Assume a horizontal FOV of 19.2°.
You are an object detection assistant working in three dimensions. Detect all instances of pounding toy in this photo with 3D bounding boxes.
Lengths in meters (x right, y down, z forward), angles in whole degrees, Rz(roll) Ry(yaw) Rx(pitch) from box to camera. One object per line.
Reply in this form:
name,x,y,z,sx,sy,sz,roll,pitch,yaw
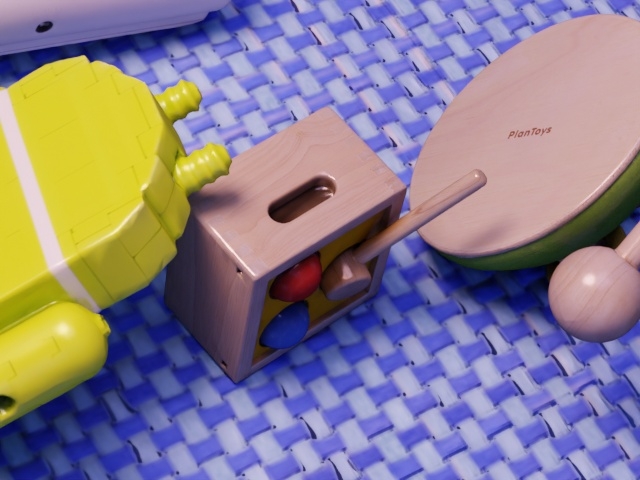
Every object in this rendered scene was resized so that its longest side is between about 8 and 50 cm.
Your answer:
pounding toy,0.168,-0.026,1.119,0.183,0.110,0.237,-48,31,-2
pounding toy,0.000,0.000,1.069,0.141,0.130,0.100,-31,65,-26

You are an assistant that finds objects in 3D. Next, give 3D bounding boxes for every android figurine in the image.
android figurine,-0.178,-0.002,1.020,0.273,0.056,0.248,-29,41,0

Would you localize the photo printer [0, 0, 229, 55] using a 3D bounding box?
photo printer,-0.234,-0.231,1.188,0.307,0.107,0.256,-12,61,-24
